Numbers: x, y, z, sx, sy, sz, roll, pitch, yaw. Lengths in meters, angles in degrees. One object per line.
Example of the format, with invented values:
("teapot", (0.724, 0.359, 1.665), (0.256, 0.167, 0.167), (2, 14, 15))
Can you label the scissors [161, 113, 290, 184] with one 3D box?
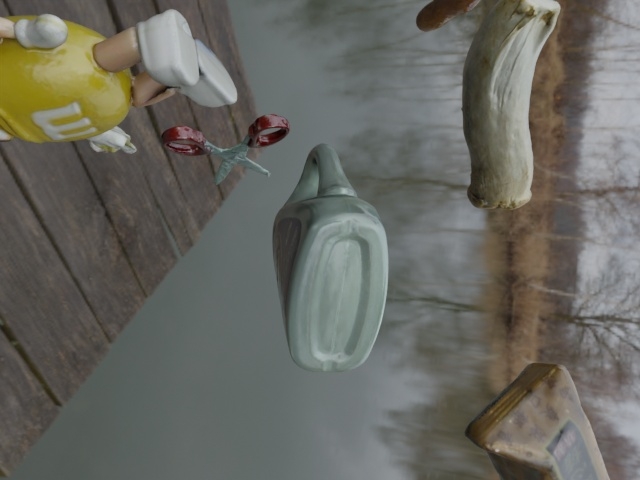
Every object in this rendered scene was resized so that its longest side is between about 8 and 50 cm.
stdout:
("scissors", (-0.109, -0.106, 0.806), (0.248, 0.144, 0.017), (103, -21, -82))

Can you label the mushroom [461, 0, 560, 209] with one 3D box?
("mushroom", (0.268, -0.192, 0.926), (0.095, 0.122, 0.351), (-45, 144, -35))

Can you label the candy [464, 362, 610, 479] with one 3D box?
("candy", (0.254, 0.256, 0.676), (0.143, 0.101, 0.271), (-38, 112, -21))

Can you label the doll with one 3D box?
("doll", (-0.332, -0.221, 0.899), (0.348, 0.423, 0.161), (20, 62, -48))

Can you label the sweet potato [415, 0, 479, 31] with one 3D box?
("sweet potato", (0.232, -0.415, 1.113), (0.056, 0.195, 0.057), (1, 89, -30))

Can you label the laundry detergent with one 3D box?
("laundry detergent", (0.000, 0.000, 0.749), (0.280, 0.105, 0.215), (-104, -162, -63))
